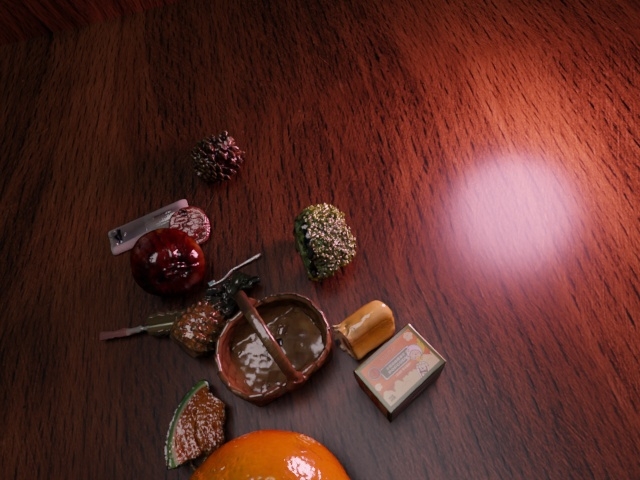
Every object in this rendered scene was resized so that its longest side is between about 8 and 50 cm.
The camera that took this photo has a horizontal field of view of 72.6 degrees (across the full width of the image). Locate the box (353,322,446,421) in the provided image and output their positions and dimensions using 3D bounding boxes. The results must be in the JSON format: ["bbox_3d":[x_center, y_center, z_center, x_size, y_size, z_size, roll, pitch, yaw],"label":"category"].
[{"bbox_3d":[0.208,0.354,1.165,0.195,0.177,0.148,-38,61,-12],"label":"box"}]

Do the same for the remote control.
[{"bbox_3d":[-0.632,-0.058,1.602,0.313,0.055,0.109,-24,60,-4],"label":"remote control"}]

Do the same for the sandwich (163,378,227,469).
[{"bbox_3d":[-0.344,0.512,1.218,0.159,0.079,0.234,2,54,-10],"label":"sandwich"}]

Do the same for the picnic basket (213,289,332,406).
[{"bbox_3d":[-0.142,0.270,1.191,0.337,0.337,0.293,-34,61,-10],"label":"picnic basket"}]

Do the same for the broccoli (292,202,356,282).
[{"bbox_3d":[0.015,-0.001,1.388,0.181,0.273,0.242,-13,101,-7],"label":"broccoli"}]

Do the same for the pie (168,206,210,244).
[{"bbox_3d":[-0.468,-0.048,1.558,0.154,0.038,0.153,1,82,-4],"label":"pie"}]

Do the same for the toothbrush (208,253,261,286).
[{"bbox_3d":[-0.290,0.101,1.480,0.204,0.017,0.022,-31,80,-8],"label":"toothbrush"}]

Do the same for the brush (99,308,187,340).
[{"bbox_3d":[-0.567,0.281,1.394,0.302,0.071,0.084,-10,63,4],"label":"brush"}]

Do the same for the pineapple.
[{"bbox_3d":[-0.312,0.213,1.346,0.170,0.141,0.310,-4,38,51],"label":"pineapple"}]

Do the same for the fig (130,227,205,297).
[{"bbox_3d":[-0.507,0.069,1.426,0.224,0.224,0.263,-40,61,-13],"label":"fig"}]

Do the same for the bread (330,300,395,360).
[{"bbox_3d":[0.128,0.255,1.269,0.173,0.134,0.085,-31,30,-13],"label":"bread"}]

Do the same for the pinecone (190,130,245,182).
[{"bbox_3d":[-0.381,-0.310,1.641,0.205,0.179,0.184,-30,82,-27],"label":"pinecone"}]

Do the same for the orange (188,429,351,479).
[{"bbox_3d":[-0.120,0.639,0.973,0.425,0.326,0.423,-5,59,8],"label":"orange"}]

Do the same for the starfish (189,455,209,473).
[{"bbox_3d":[-0.323,0.626,1.184,0.078,0.028,0.091,9,60,12],"label":"starfish"}]
